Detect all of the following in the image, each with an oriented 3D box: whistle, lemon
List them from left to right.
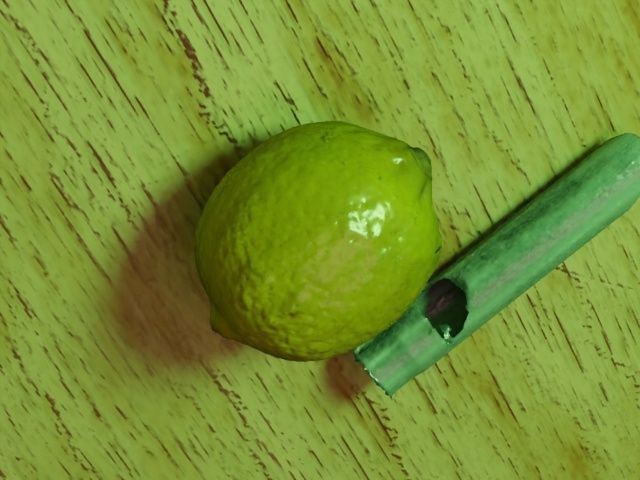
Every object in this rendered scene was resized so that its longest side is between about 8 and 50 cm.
[{"bbox_3d":[-0.001,0.003,1.190,0.180,0.180,0.193,30,81,-33],"label":"lemon"},{"bbox_3d":[0.162,0.019,1.336,0.312,0.062,0.062,-38,125,1],"label":"whistle"}]
